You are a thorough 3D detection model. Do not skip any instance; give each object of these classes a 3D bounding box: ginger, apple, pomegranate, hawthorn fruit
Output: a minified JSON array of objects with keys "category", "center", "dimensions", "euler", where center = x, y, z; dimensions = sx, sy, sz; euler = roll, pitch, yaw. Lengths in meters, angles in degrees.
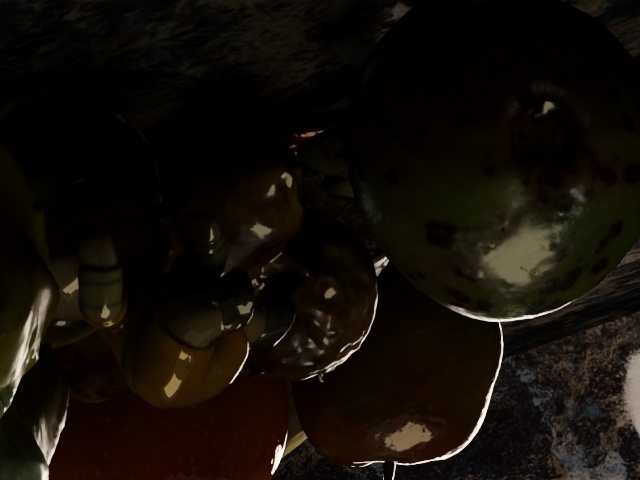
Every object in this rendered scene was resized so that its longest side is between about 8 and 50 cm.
[{"category":"ginger","center":[-0.125,0.056,1.231],"dimensions":[0.418,0.176,0.254],"euler":[-21,131,34]},{"category":"apple","center":[-0.205,0.200,1.631],"dimensions":[0.348,0.277,0.348],"euler":[-16,167,-4]},{"category":"pomegranate","center":[0.112,-0.050,1.071],"dimensions":[0.242,0.242,0.306],"euler":[-9,165,-28]},{"category":"hawthorn fruit","center":[0.086,0.175,1.806],"dimensions":[0.268,0.300,0.268],"euler":[8,175,1]}]

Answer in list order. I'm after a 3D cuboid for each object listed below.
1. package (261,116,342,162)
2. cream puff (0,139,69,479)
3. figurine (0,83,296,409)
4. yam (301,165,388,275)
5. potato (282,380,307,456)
[{"category":"package","center":[0.023,-0.094,1.258],"dimensions":[0.200,0.022,0.083],"euler":[-14,167,-15]},{"category":"cream puff","center":[-0.289,0.026,0.796],"dimensions":[0.275,0.378,0.378],"euler":[-43,-175,-37]},{"category":"figurine","center":[-0.158,0.015,0.996],"dimensions":[0.192,0.257,0.167],"euler":[-1,131,-54]},{"category":"yam","center":[-0.002,0.000,1.390],"dimensions":[0.128,0.129,0.238],"euler":[-25,168,-24]},{"category":"potato","center":[-0.022,0.206,2.044],"dimensions":[0.264,0.211,0.189],"euler":[-22,165,6]}]
